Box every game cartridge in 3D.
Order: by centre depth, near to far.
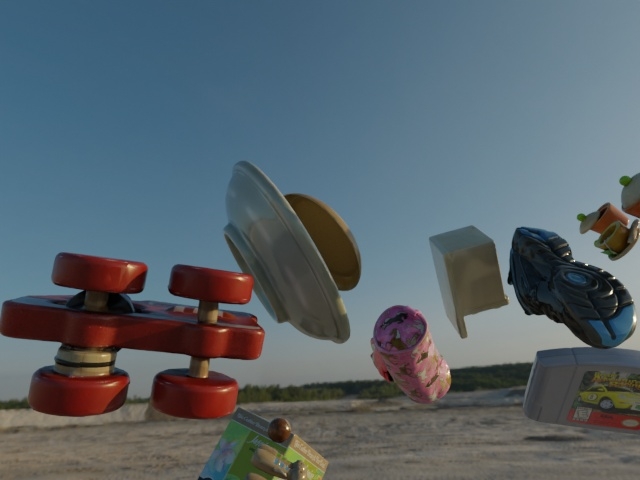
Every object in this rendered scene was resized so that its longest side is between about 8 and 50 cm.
[{"bbox_3d":[0.575,0.298,0.904,0.294,0.060,0.196,3,-60,11],"label":"game cartridge"}]

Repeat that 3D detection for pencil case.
[{"bbox_3d":[0.282,0.350,1.371,0.160,0.167,0.386,-10,-41,21],"label":"pencil case"}]

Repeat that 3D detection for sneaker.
[{"bbox_3d":[0.451,0.101,0.852,0.125,0.341,0.139,6,-64,-1],"label":"sneaker"},{"bbox_3d":[0.233,0.439,1.588,0.116,0.136,0.314,-12,-34,8],"label":"sneaker"}]

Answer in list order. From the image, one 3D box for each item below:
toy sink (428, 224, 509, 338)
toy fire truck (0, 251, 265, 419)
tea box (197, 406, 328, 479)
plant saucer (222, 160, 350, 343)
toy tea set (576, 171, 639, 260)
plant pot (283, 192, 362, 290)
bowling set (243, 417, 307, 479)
[{"bbox_3d":[0.374,0.100,1.141,0.131,0.234,0.153,-15,15,4],"label":"toy sink"},{"bbox_3d":[-0.225,0.113,0.605,0.302,0.169,0.254,8,-6,-15],"label":"toy fire truck"},{"bbox_3d":[-0.178,0.728,1.351,0.220,0.323,0.329,12,-31,30],"label":"tea box"},{"bbox_3d":[-0.094,0.045,0.878,0.101,0.400,0.400,-30,-14,-15],"label":"plant saucer"},{"bbox_3d":[0.629,-0.079,0.939,0.124,0.200,0.336,34,-24,10],"label":"toy tea set"},{"bbox_3d":[0.000,0.000,0.933,0.032,0.236,0.236,-38,-1,-29],"label":"plant pot"},{"bbox_3d":[-0.081,0.511,0.993,0.154,0.199,0.287,25,-12,6],"label":"bowling set"}]
